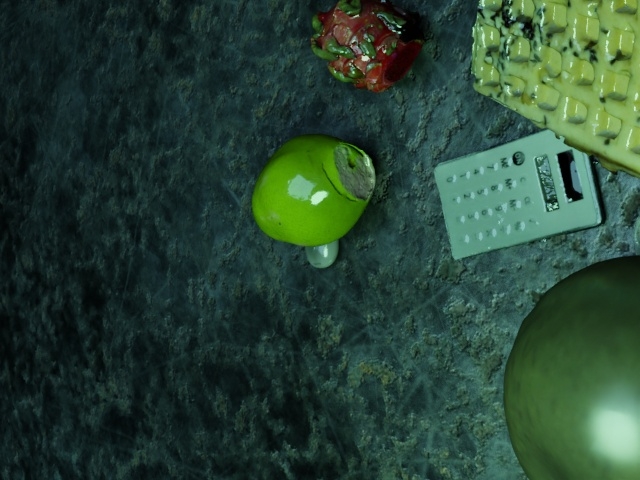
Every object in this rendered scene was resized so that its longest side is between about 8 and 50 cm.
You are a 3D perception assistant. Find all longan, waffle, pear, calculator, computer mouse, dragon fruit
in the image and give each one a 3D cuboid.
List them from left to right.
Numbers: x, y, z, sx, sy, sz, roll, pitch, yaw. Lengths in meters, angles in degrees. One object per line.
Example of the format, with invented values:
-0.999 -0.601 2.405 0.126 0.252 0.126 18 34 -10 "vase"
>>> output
-0.024 -0.083 1.594 0.219 0.187 0.187 -18 80 43 "pear"
-0.002 0.001 1.668 0.066 0.039 0.096 -4 88 41 "computer mouse"
0.070 -0.328 1.530 0.172 0.166 0.160 40 156 21 "dragon fruit"
0.293 -0.071 1.423 0.261 0.021 0.161 -17 80 40 "calculator"
0.346 -0.254 1.213 0.376 0.114 0.261 42 146 46 "waffle"
0.381 0.198 1.141 0.361 0.361 0.361 1 92 41 "longan"

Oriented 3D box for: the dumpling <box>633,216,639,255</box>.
0.464 -0.001 1.230 0.127 0.108 0.188 7 111 65 "dumpling"
